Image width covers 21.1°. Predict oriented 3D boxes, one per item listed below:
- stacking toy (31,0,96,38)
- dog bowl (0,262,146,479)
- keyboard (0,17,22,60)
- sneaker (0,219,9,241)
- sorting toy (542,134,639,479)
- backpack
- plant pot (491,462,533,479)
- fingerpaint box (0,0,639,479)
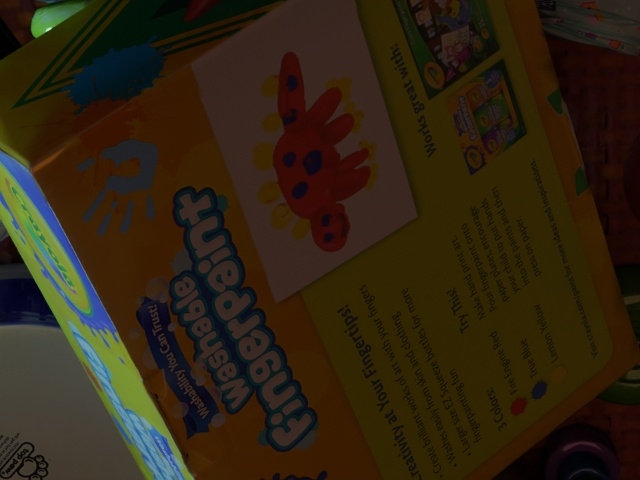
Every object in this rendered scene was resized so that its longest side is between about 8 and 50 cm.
[{"bbox_3d":[-0.163,-0.168,1.325,0.165,0.175,0.302,-8,98,-5],"label":"stacking toy"},{"bbox_3d":[-0.249,0.159,1.443,0.265,0.104,0.265,-3,117,-6],"label":"dog bowl"},{"bbox_3d":[-0.260,-0.092,1.418,0.100,0.038,0.192,-36,106,-10],"label":"keyboard"},{"bbox_3d":[-0.368,-0.002,1.381,0.292,0.118,0.110,-16,111,20],"label":"sneaker"},{"bbox_3d":[0.271,0.078,1.402,0.127,0.126,0.365,18,110,-4],"label":"sorting toy"},{"bbox_3d":[0.182,-0.212,1.297,0.182,0.152,0.115,13,117,-16],"label":"backpack"},{"bbox_3d":[0.136,0.290,1.454,0.254,0.237,0.237,30,110,-25],"label":"plant pot"},{"bbox_3d":[0.000,0.000,1.229,0.371,0.163,0.445,-36,126,-17],"label":"fingerpaint box"}]
